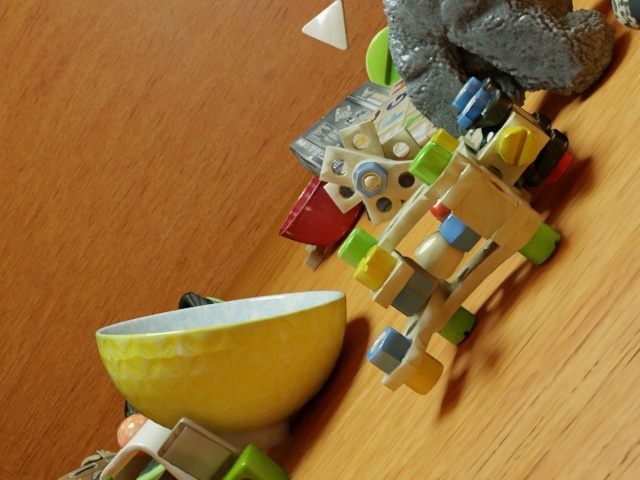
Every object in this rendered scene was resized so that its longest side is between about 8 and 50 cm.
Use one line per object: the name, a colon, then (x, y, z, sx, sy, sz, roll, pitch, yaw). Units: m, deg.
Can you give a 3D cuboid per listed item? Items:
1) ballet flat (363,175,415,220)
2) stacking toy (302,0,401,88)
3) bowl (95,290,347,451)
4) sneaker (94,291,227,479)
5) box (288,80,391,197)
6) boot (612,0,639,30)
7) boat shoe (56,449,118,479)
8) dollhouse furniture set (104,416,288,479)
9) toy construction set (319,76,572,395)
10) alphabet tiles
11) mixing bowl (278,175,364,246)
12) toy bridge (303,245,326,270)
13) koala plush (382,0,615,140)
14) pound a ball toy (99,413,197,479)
ballet flat: (0.096, -0.087, 1.279, 0.074, 0.074, 0.203, -59, 7, -24)
stacking toy: (0.144, -0.413, 1.549, 0.279, 0.309, 0.130, -56, -1, 20)
bowl: (-0.102, 0.156, 1.017, 0.289, 0.290, 0.156, 179, 83, -82)
sneaker: (-0.307, 0.297, 1.698, 0.185, 0.202, 0.482, -49, 10, 48)
box: (0.064, -0.167, 1.434, 0.183, 0.056, 0.231, -39, 26, -5)
boot: (0.288, -0.232, 0.583, 0.236, 0.085, 0.178, -55, 5, 14)
boat shoe: (-0.413, 0.463, 1.750, 0.122, 0.120, 0.324, -52, -11, 9)
dollhouse furniture set: (-0.166, 0.327, 0.818, 0.197, 0.151, 0.301, -52, 8, 29)
toy construction set: (0.100, -0.032, 0.755, 0.215, 0.151, 0.327, -54, 18, 16)
alphabet tiles: (0.164, -0.211, 1.225, 0.342, 0.011, 0.285, -33, 22, 33)
mixing bowl: (0.015, -0.057, 1.569, 0.181, 0.098, 0.181, -56, 7, 10)
toy bridge: (0.000, 0.000, 1.705, 0.063, 0.026, 0.188, -52, 8, 14)
koala plush: (0.188, -0.225, 0.895, 0.221, 0.203, 0.196, -46, -1, -43)
pound a ball toy: (-0.205, 0.273, 1.199, 0.208, 0.136, 0.319, -46, 2, 34)
